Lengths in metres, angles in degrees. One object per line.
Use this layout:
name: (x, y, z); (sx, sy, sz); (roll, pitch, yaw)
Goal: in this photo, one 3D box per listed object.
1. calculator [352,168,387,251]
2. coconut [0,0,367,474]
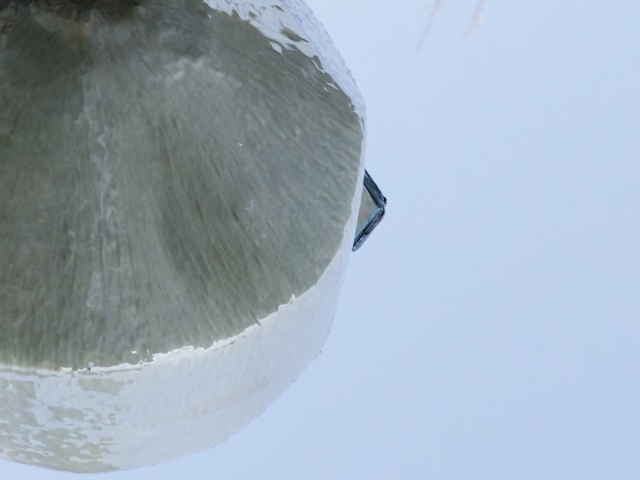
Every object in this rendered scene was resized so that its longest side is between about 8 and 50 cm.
calculator: (0.000, 0.000, 1.232); (0.018, 0.172, 0.057); (-25, -107, -34)
coconut: (-0.099, -0.029, 0.750); (0.237, 0.266, 0.237); (0, -120, 0)
